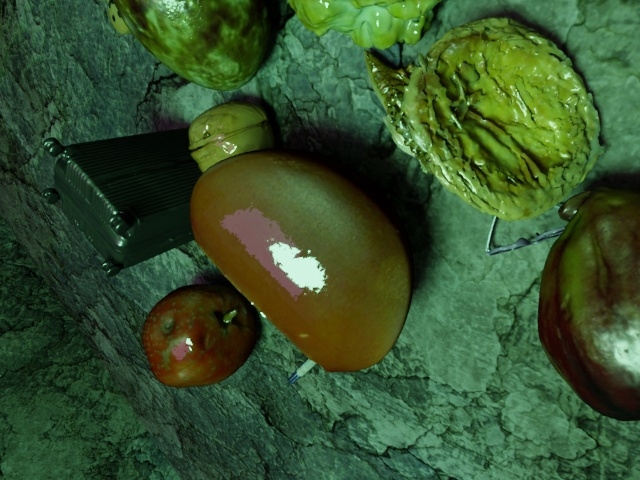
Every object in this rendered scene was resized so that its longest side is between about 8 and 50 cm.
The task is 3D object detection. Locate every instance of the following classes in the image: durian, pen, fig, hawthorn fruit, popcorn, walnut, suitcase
[{"bbox_3d":[0.127,-0.194,0.603,0.224,0.078,0.140,46,133,8],"label":"durian"},{"bbox_3d":[-0.033,0.310,1.047,0.025,0.025,0.204,47,134,10],"label":"pen"},{"bbox_3d":[0.353,0.075,0.461,0.224,0.224,0.262,5,111,38],"label":"fig"},{"bbox_3d":[-0.295,0.232,1.066,0.300,0.275,0.275,-32,91,34],"label":"hawthorn fruit"},{"bbox_3d":[0.058,-0.347,0.512,0.221,0.184,0.204,20,94,34],"label":"popcorn"},{"bbox_3d":[-0.175,-0.187,0.814,0.180,0.144,0.144,-8,107,28],"label":"walnut"},{"bbox_3d":[-0.329,-0.103,0.856,0.229,0.335,0.152,45,129,13],"label":"suitcase"}]

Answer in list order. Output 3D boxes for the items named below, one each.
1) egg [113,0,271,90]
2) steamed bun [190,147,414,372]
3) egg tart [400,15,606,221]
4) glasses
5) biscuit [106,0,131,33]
[{"bbox_3d":[-0.194,-0.380,0.663,0.238,0.238,0.289,4,123,39],"label":"egg"},{"bbox_3d":[0.000,0.000,0.676,0.248,0.235,0.379,-44,88,14],"label":"steamed bun"},{"bbox_3d":[0.211,-0.140,0.511,0.253,0.231,0.098,26,172,-8],"label":"egg tart"},{"bbox_3d":[0.280,-0.043,0.594,0.140,0.063,0.103,-29,70,45],"label":"glasses"},{"bbox_3d":[-0.464,-0.581,0.928,0.153,0.030,0.234,8,117,39],"label":"biscuit"}]
